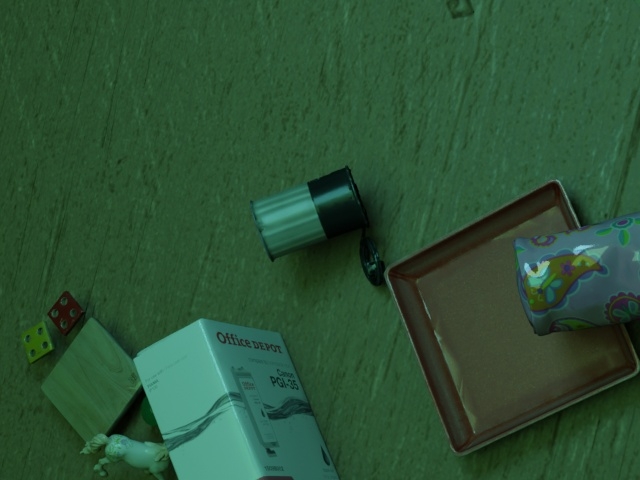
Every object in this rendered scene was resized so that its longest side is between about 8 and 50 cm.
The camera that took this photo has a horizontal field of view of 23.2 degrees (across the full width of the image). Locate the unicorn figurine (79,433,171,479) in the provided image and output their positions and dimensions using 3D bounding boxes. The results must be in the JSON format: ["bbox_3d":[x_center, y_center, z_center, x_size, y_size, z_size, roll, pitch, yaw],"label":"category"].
[{"bbox_3d":[-0.235,0.288,2.097,0.111,0.161,0.060,118,149,-48],"label":"unicorn figurine"}]

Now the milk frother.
[{"bbox_3d":[0.000,0.000,1.978,0.134,0.129,0.143,-20,64,4],"label":"milk frother"}]

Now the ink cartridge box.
[{"bbox_3d":[-0.094,0.251,1.955,0.117,0.207,0.283,-31,68,21],"label":"ink cartridge box"}]

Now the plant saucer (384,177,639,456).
[{"bbox_3d":[0.232,0.095,1.883,0.259,0.047,0.258,-29,69,23],"label":"plant saucer"}]

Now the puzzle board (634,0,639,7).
[{"bbox_3d":[0.443,-0.299,1.842,0.128,0.011,0.096,-43,65,19],"label":"puzzle board"}]

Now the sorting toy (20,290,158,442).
[{"bbox_3d":[-0.312,0.195,2.187,0.274,0.046,0.132,43,104,28],"label":"sorting toy"}]

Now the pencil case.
[{"bbox_3d":[0.361,0.024,1.745,0.284,0.124,0.124,-14,75,11],"label":"pencil case"}]
